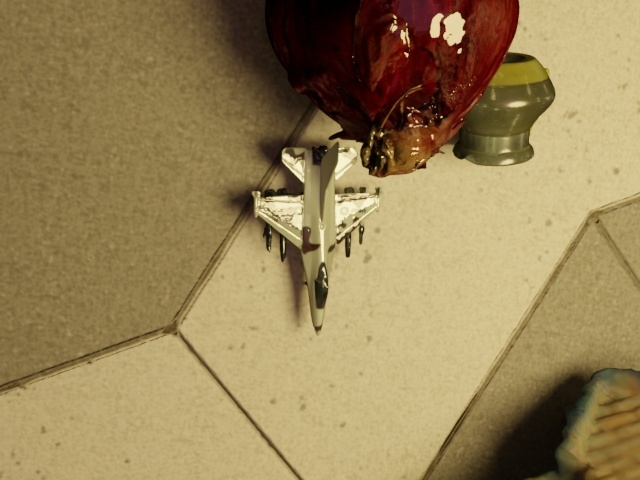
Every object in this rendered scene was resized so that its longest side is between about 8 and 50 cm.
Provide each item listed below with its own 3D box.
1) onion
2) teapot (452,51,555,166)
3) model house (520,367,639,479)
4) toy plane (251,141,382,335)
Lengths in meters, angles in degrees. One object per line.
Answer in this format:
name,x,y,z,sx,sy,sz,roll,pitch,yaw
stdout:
onion,0.059,-0.225,0.877,0.221,0.280,0.281,-10,103,-52
teapot,0.214,-0.157,0.997,0.165,0.130,0.119,-22,120,-40
model house,0.331,0.406,0.977,0.445,0.400,0.395,-20,114,-1
toy plane,-0.005,-0.011,0.989,0.159,0.082,0.234,-3,113,-22
